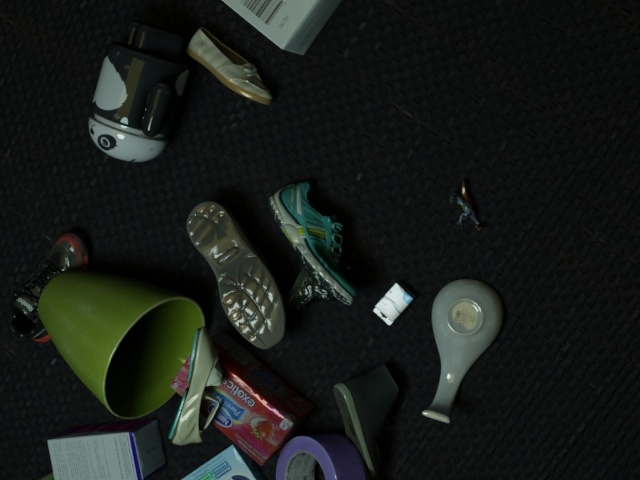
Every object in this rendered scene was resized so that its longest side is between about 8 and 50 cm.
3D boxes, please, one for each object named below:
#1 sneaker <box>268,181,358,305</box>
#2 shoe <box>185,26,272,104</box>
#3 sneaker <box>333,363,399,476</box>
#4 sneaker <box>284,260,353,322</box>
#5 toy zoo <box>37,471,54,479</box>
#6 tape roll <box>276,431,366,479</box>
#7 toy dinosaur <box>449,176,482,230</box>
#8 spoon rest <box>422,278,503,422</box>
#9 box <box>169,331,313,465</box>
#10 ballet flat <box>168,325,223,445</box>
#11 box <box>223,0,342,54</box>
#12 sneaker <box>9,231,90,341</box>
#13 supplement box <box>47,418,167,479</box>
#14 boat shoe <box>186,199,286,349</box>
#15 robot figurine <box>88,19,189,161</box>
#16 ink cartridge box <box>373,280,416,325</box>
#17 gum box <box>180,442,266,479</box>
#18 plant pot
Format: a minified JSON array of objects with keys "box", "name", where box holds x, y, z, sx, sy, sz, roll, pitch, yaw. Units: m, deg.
[{"box":[0.000,0.000,1.798,0.110,0.107,0.275,-30,72,-6],"name":"sneaker"},{"box":[-0.178,-0.348,1.851,0.219,0.076,0.058,38,111,13],"name":"shoe"},{"box":[0.113,0.360,1.829,0.118,0.083,0.222,-24,114,-18],"name":"sneaker"},{"box":[-0.010,0.104,1.854,0.089,0.051,0.170,29,96,16],"name":"sneaker"},{"box":[-0.496,0.575,1.993,0.293,0.192,0.030,12,99,18],"name":"toy zoo"},{"box":[0.000,0.479,1.833,0.189,0.080,0.188,-3,86,48],"name":"tape roll"},{"box":[0.283,-0.059,1.749,0.082,0.047,0.090,34,95,-7],"name":"toy dinosaur"},{"box":[0.262,0.208,1.774,0.137,0.084,0.276,17,87,15],"name":"spoon rest"},{"box":[-0.160,0.319,1.887,0.257,0.128,0.122,38,107,11],"name":"box"},{"box":[-0.232,0.289,1.808,0.086,0.086,0.248,20,104,15],"name":"ballet flat"},{"box":[-0.066,-0.485,1.776,0.181,0.119,0.182,41,106,11],"name":"box"},{"box":[-0.595,0.107,2.008,0.098,0.135,0.276,32,103,15],"name":"sneaker"},{"box":[-0.466,0.464,2.014,0.220,0.111,0.113,-10,92,19],"name":"supplement box"},{"box":[-0.154,0.066,1.868,0.123,0.116,0.324,-26,81,7],"name":"boat shoe"},{"box":[-0.369,-0.297,1.867,0.174,0.209,0.278,19,101,3],"name":"robot figurine"},{"box":[0.143,0.127,1.819,0.048,0.028,0.083,43,107,10],"name":"ink cartridge box"},{"box":[-0.186,0.544,1.966,0.157,0.041,0.184,-37,83,18],"name":"gum box"},{"box":[-0.439,0.178,1.919,0.294,0.275,0.274,27,104,30],"name":"plant pot"}]
